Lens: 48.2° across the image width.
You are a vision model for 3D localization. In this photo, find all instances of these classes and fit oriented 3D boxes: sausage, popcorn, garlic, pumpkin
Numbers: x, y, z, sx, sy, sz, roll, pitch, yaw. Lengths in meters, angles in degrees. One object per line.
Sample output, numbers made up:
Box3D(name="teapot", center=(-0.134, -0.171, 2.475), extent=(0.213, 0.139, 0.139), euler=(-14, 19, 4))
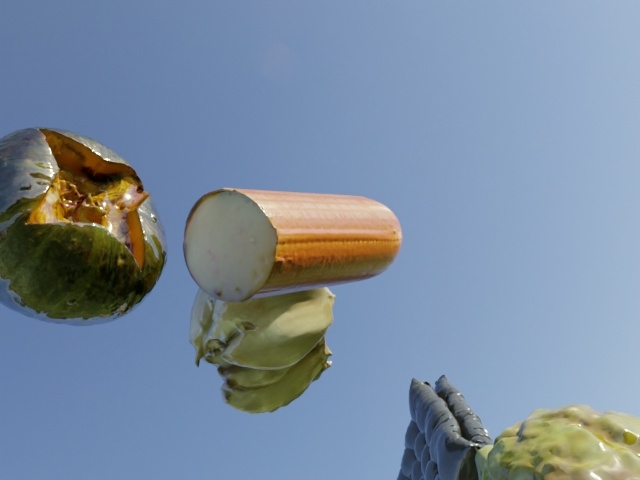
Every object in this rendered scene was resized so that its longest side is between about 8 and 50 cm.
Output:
Box3D(name="sausage", center=(0.000, 0.000, 0.526), extent=(0.234, 0.071, 0.071), euler=(-3, -58, -61))
Box3D(name="popcorn", center=(0.226, 0.270, 0.588), extent=(0.247, 0.282, 0.282), euler=(21, -76, -34))
Box3D(name="garlic", center=(-0.096, 0.122, 1.014), extent=(0.203, 0.185, 0.281), euler=(-28, -25, -25))
Box3D(name="pumpkin", center=(-0.288, -0.012, 0.802), extent=(0.238, 0.238, 0.159), euler=(7, -42, -47))

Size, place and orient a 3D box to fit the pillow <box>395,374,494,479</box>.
Box3D(name="pillow", center=(0.183, 0.354, 1.065), extent=(0.101, 0.326, 0.228), euler=(5, -85, -5))
